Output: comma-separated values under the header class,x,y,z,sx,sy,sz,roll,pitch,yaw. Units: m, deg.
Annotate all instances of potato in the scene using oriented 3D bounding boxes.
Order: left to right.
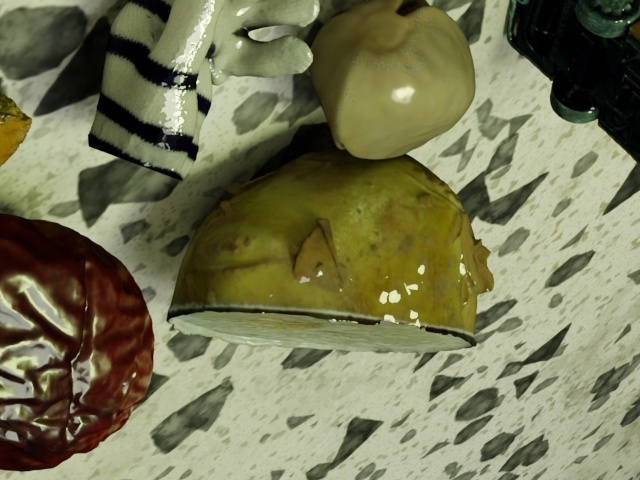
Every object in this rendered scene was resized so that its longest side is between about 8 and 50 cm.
class,x,y,z,sx,sy,sz,roll,pitch,yaw
potato,0.000,0.000,1.647,0.300,0.196,0.246,7,167,-28

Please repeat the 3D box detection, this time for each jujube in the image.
class,x,y,z,sx,sy,sz,roll,pitch,yaw
jujube,-0.285,0.064,1.359,0.216,0.216,0.342,-47,146,14

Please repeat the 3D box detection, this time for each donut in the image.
class,x,y,z,sx,sy,sz,roll,pitch,yaw
donut,-0.270,-0.081,1.309,0.097,0.043,0.108,-40,155,-2

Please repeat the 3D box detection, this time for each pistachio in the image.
class,x,y,z,sx,sy,sz,roll,pitch,yaw
pistachio,0.066,-0.146,1.556,0.223,0.126,0.152,-8,126,-63

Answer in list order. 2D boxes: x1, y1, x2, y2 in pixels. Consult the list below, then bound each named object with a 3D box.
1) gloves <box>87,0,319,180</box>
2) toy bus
class,x,y,z,sx,sy,sz,roll,pitch,yaw
gloves,-0.095,-0.157,1.355,0.140,0.131,0.218,20,91,-48
toy bus,0.345,-0.168,1.664,0.194,0.323,0.162,-29,152,-24
